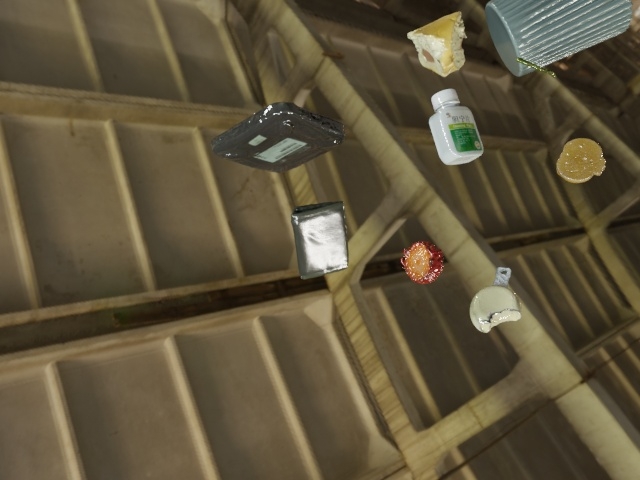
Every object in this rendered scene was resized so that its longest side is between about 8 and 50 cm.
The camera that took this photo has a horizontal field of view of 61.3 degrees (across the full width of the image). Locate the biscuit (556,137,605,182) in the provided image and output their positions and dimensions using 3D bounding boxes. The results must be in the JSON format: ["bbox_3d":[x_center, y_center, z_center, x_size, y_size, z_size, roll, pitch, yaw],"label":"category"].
[{"bbox_3d":[0.959,-0.287,1.979,0.050,0.170,0.170,27,-150,-58],"label":"biscuit"}]

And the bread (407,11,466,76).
[{"bbox_3d":[0.434,-0.722,2.063,0.183,0.224,0.211,59,-137,-33],"label":"bread"}]

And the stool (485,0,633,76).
[{"bbox_3d":[0.712,-0.691,1.658,0.297,0.330,0.297,58,-167,-23],"label":"stool"}]

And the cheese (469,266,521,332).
[{"bbox_3d":[0.571,0.188,1.798,0.164,0.070,0.248,-9,-137,11],"label":"cheese"}]

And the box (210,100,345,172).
[{"bbox_3d":[-0.136,-0.330,1.783,0.350,0.359,0.091,6,-111,-51],"label":"box"}]

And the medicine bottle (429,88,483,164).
[{"bbox_3d":[0.339,-0.289,1.378,0.119,0.069,0.183,-10,-102,-28],"label":"medicine bottle"}]

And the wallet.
[{"bbox_3d":[0.000,0.000,1.646,0.169,0.245,0.052,-12,-149,-10],"label":"wallet"}]

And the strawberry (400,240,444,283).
[{"bbox_3d":[0.333,0.070,1.730,0.086,0.145,0.145,-5,-127,-32],"label":"strawberry"}]

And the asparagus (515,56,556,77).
[{"bbox_3d":[0.603,-0.479,1.497,0.163,0.016,0.016,8,-173,-28],"label":"asparagus"}]
